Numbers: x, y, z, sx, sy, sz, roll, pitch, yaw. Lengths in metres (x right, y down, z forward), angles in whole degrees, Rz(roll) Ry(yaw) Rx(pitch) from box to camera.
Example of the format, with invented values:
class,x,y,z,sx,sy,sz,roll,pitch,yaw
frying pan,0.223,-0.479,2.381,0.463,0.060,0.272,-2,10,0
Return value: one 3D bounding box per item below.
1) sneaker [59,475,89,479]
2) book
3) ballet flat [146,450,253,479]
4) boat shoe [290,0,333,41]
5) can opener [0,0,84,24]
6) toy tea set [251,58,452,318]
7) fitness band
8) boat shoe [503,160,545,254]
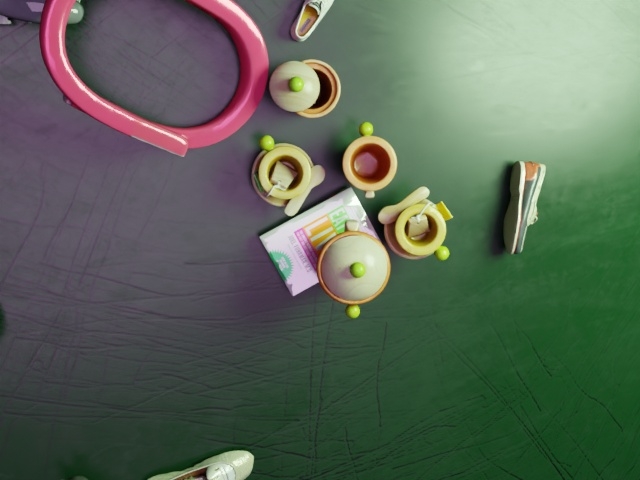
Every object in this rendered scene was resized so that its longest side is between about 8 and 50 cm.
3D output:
class,x,y,z,sx,sy,sz,roll,pitch,yaw
sneaker,-0.312,0.384,1.147,0.051,0.089,0.170,-35,105,-3
book,0.000,0.000,1.169,0.144,0.035,0.096,-30,100,-3
ballet flat,-0.171,0.345,1.186,0.168,0.052,0.057,-17,103,-8
boat shoe,-0.007,-0.307,1.104,0.035,0.035,0.100,32,93,-15
can opener,-0.425,-0.293,0.997,0.280,0.093,0.074,-3,108,-9
toy tea set,0.025,-0.071,1.087,0.200,0.124,0.336,-38,97,-2
fitness band,-0.198,-0.226,1.031,0.291,0.054,0.209,24,93,-34
boat shoe,0.293,-0.046,1.209,0.043,0.049,0.137,5,95,-14
